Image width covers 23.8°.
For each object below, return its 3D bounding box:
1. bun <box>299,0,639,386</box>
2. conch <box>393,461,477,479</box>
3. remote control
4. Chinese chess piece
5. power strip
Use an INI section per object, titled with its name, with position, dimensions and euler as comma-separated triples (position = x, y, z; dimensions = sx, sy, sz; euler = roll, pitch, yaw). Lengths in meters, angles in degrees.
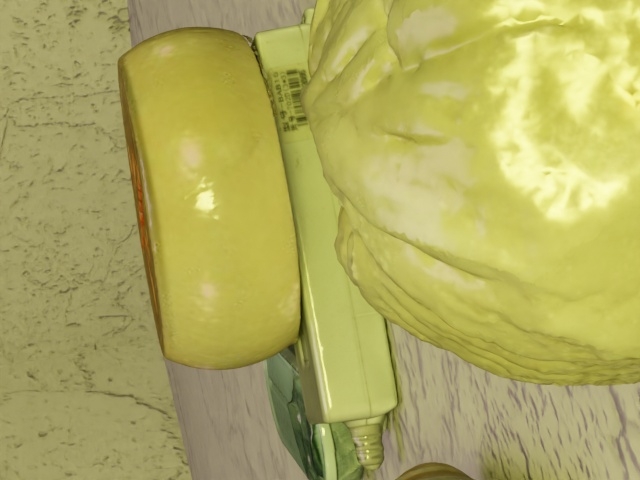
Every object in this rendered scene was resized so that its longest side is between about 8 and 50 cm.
[bun]
position = 0.059, -0.049, 0.533
dimensions = 0.220, 0.134, 0.220
euler = 168, 90, -83
[conch]
position = 0.080, 0.173, 0.751
dimensions = 0.158, 0.127, 0.255
euler = 54, -160, -14
[remote control]
position = -0.009, 0.141, 1.294
dimensions = 0.247, 0.052, 0.104
euler = -144, 45, -75
[Chinese chess piece]
position = -0.085, -0.030, 1.110
dimensions = 0.251, 0.097, 0.251
euler = 171, 90, -80
[power strip]
position = 0.000, 0.000, 1.105
dimensions = 0.098, 0.058, 0.338
euler = 143, 117, -78
